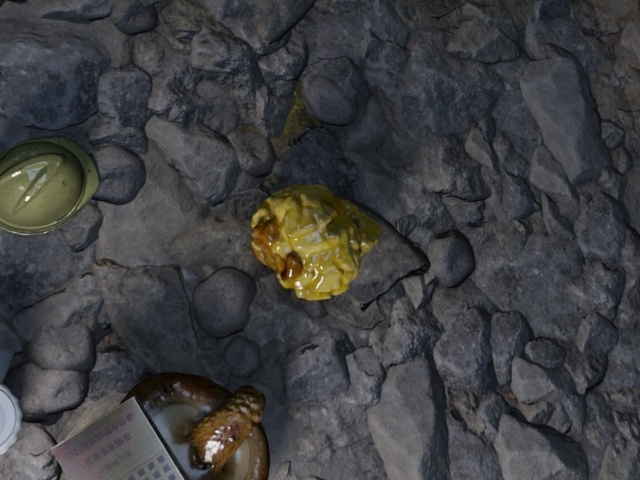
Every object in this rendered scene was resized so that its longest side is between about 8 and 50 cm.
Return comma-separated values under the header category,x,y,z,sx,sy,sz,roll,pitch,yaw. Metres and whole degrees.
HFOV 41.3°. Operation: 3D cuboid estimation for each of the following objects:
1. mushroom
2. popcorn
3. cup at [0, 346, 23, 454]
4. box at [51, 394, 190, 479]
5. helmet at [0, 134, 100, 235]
category,x,y,z,sx,sy,sz,roll,pitch,yaw
mushroom,-0.262,0.438,1.711,0.344,0.239,0.345,0,65,-1
popcorn,0.000,0.000,1.934,0.332,0.225,0.265,-4,71,-35
cup,-0.642,0.313,1.582,0.166,0.202,0.221,-6,78,-26
box,-0.333,0.471,1.568,0.180,0.047,0.325,-32,87,-9
helmet,-0.579,-0.134,1.772,0.204,0.137,0.257,48,63,-3
